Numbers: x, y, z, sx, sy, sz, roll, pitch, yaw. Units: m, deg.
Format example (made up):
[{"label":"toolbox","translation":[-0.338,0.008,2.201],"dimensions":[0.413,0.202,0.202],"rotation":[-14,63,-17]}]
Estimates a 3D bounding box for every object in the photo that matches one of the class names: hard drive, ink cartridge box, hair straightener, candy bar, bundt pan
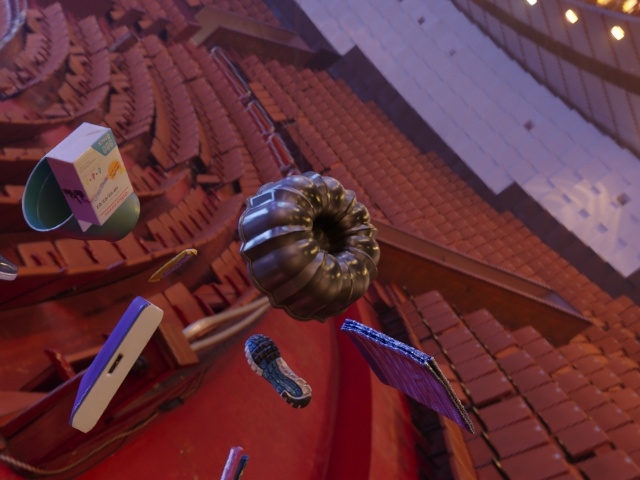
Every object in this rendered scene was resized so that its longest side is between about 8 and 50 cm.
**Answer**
[{"label":"hard drive","translation":[-0.364,0.202,1.007],"dimensions":[0.040,0.210,0.319],"rotation":[34,-14,-15]},{"label":"ink cartridge box","translation":[-0.401,-0.103,1.007],"dimensions":[0.062,0.104,0.181],"rotation":[15,-41,16]},{"label":"hair straightener","translation":[-0.225,0.646,1.420],"dimensions":[0.230,0.047,0.089],"rotation":[-77,149,-47]},{"label":"candy bar","translation":[-0.371,0.063,1.413],"dimensions":[0.040,0.161,0.018],"rotation":[3,59,-58]},{"label":"bundt pan","translation":[0.000,0.000,1.181],"dimensions":[0.331,0.124,0.330],"rotation":[19,59,-34]}]

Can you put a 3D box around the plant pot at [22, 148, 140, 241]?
[{"label":"plant pot","translation":[-0.708,-0.119,1.729],"dimensions":[0.271,0.272,0.255],"rotation":[53,10,30]}]

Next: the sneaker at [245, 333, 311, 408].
[{"label":"sneaker","translation":[-0.094,0.285,1.207],"dimensions":[0.190,0.071,0.083],"rotation":[49,-15,15]}]

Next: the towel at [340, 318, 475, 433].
[{"label":"towel","translation":[0.194,0.314,1.332],"dimensions":[0.243,0.040,0.336],"rotation":[56,-20,-24]}]

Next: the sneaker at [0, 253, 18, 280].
[{"label":"sneaker","translation":[-0.644,-0.036,1.065],"dimensions":[0.226,0.163,0.086],"rotation":[40,-8,-29]}]
